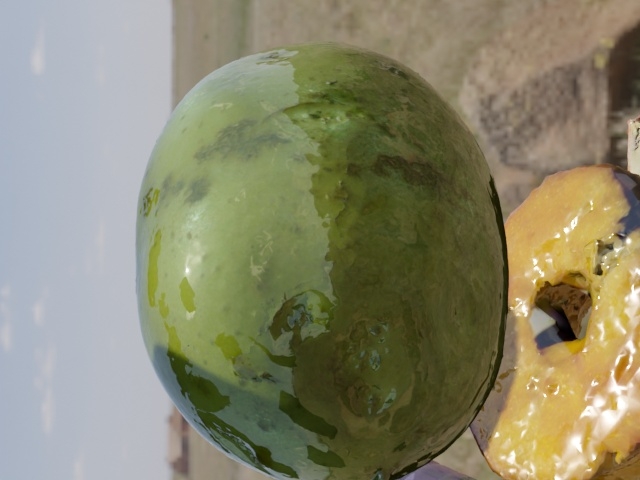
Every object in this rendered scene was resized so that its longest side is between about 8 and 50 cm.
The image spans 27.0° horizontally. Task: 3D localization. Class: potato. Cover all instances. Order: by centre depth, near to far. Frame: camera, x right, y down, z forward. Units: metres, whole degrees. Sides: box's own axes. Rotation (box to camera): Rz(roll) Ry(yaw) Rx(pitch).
[{"bbox_3d":[0.003,0.000,0.751,0.304,0.215,0.216,-76,-7,-49],"label":"potato"}]

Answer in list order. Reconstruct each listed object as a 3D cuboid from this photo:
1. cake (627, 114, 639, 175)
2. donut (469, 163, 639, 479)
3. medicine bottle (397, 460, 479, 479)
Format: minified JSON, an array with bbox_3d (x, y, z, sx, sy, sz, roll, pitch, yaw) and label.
[{"bbox_3d":[0.416,-0.022,1.500,0.159,0.158,0.262,-25,-75,-66],"label":"cake"},{"bbox_3d":[0.198,0.068,0.994,0.253,0.118,0.253,-38,38,37],"label":"donut"},{"bbox_3d":[0.113,0.271,1.081,0.152,0.254,0.152,-30,-51,-45],"label":"medicine bottle"}]
